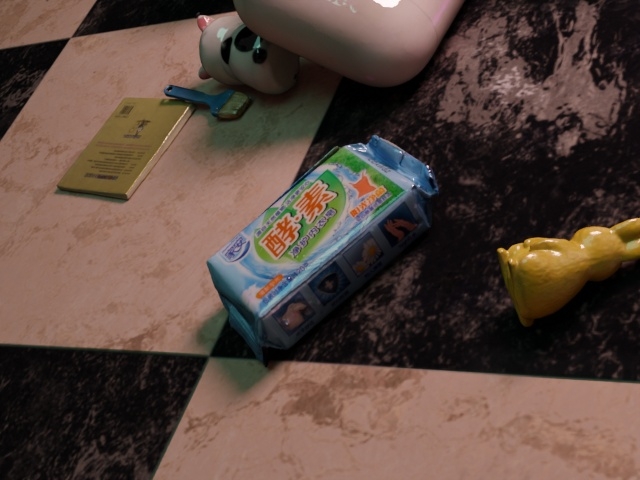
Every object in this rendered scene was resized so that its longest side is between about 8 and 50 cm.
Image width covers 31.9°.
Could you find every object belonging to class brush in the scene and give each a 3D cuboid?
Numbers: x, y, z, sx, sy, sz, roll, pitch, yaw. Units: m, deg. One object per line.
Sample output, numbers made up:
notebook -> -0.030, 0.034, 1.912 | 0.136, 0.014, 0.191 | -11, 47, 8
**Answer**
brush -> -0.174, -0.211, 1.666 | 0.164, 0.014, 0.051 | 18, 60, 36

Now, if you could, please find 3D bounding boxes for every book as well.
book -> -0.295, -0.145, 1.699 | 0.168, 0.013, 0.192 | 9, 56, 40

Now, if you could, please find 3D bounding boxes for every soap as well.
soap -> 0.000, 0.000, 1.304 | 0.293, 0.077, 0.156 | -41, 40, -9

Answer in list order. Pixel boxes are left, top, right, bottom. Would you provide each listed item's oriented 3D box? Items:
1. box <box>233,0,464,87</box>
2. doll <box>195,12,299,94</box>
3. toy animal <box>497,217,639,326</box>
box -> 0.064, -0.381, 1.527 | 0.288, 0.141, 0.349 | 27, 63, 9
doll -> -0.103, -0.273, 1.622 | 0.180, 0.107, 0.110 | 19, 106, 51
toy animal -> 0.264, 0.023, 1.121 | 0.159, 0.083, 0.070 | -22, 14, -1
